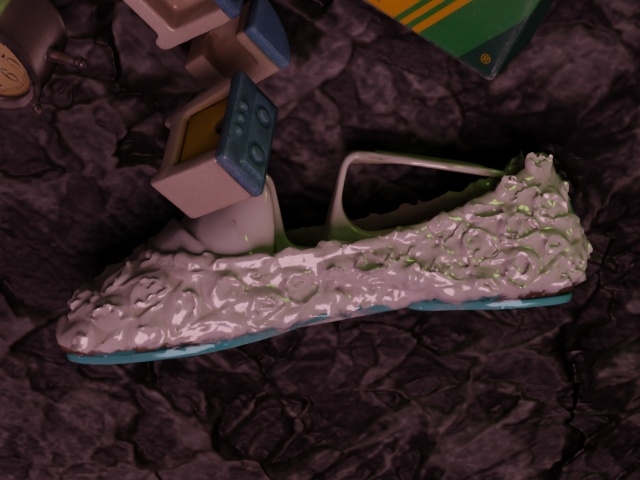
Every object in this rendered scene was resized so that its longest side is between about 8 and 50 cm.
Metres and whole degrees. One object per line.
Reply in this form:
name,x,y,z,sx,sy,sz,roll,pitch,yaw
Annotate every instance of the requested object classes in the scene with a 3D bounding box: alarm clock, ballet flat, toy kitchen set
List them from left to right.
alarm clock,-0.246,-0.155,0.904,0.192,0.064,0.129,29,156,-20
toy kitchen set,-0.092,-0.147,0.874,0.122,0.166,0.207,-25,128,31
ballet flat,0.000,0.000,1.063,0.409,0.147,0.147,-7,129,-5

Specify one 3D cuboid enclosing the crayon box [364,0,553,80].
crayon box,0.099,-0.279,0.805,0.202,0.081,0.318,33,124,8
